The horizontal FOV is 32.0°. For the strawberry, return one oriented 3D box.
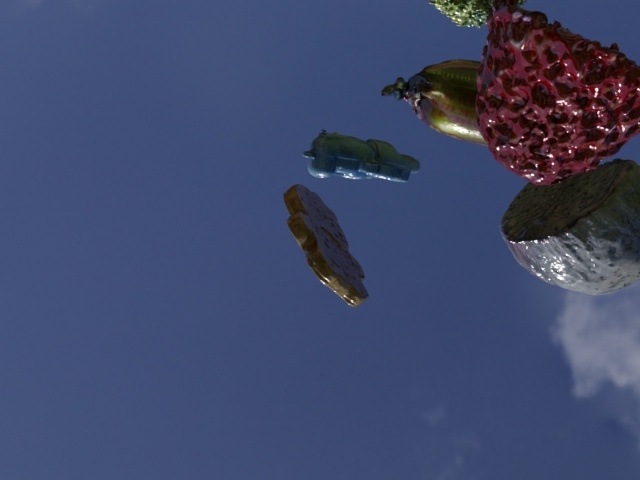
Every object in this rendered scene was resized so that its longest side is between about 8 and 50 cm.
[{"bbox_3d":[0.250,-0.149,1.197,0.234,0.178,0.234,26,-168,-6],"label":"strawberry"}]

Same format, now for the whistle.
[{"bbox_3d":[0.081,-0.160,2.219,0.269,0.093,0.180,6,-169,-31],"label":"whistle"}]

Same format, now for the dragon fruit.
[{"bbox_3d":[0.460,0.002,1.934,0.204,0.221,0.283,-53,-158,-18],"label":"dragon fruit"}]

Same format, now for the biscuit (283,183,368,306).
[{"bbox_3d":[0.000,0.000,1.587,0.036,0.166,0.225,-38,-137,15],"label":"biscuit"}]

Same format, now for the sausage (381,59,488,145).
[{"bbox_3d":[0.241,-0.184,1.537,0.317,0.117,0.125,10,-178,0],"label":"sausage"}]

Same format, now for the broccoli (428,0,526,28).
[{"bbox_3d":[0.258,-0.442,1.753,0.198,0.226,0.176,-11,176,32],"label":"broccoli"}]
